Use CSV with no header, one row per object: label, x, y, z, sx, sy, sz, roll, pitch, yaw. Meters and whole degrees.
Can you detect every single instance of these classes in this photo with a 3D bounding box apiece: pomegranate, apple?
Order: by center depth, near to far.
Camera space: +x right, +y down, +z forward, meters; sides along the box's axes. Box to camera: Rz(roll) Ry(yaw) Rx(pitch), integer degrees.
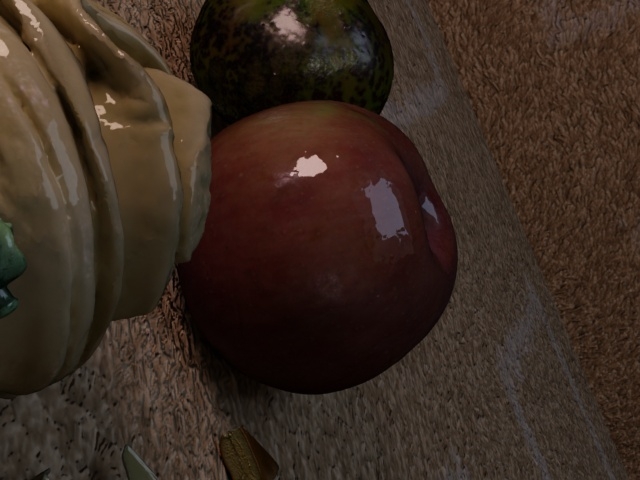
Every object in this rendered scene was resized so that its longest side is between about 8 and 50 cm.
apple,0.000,0.000,1.201,0.306,0.235,0.306,56,22,-37
pomegranate,-0.021,-0.170,1.383,0.222,0.204,0.276,50,-11,51

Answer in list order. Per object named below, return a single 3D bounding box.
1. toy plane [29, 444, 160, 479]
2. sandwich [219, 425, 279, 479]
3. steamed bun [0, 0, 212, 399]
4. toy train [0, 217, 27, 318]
toy plane,-0.111,0.254,0.849,0.229,0.092,0.244,41,26,-24
sandwich,-0.061,0.203,1.124,0.083,0.031,0.044,51,23,-42
steamed bun,-0.186,-0.051,0.793,0.276,0.203,0.289,67,20,-3
toy train,-0.235,0.025,0.619,0.125,0.194,0.081,54,-15,-6
